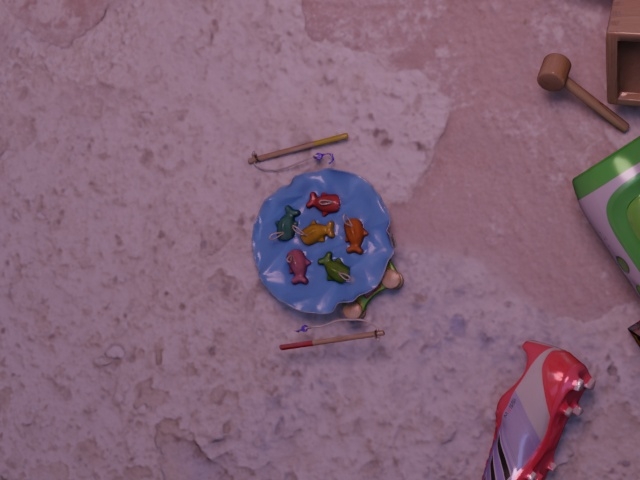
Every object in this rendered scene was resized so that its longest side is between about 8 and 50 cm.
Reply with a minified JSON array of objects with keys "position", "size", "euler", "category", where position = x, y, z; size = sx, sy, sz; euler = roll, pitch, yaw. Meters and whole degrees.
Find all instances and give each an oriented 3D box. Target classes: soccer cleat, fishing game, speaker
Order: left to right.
[{"position":[0.000,0.000,1.181],"size":[0.189,0.041,0.264],"euler":[-9,81,15],"category":"fishing game"},{"position":[0.239,0.241,1.148],"size":[0.095,0.083,0.248],"euler":[32,102,38],"category":"soccer cleat"},{"position":[0.413,0.025,1.081],"size":[0.131,0.131,0.296],"euler":[-33,85,9],"category":"speaker"}]

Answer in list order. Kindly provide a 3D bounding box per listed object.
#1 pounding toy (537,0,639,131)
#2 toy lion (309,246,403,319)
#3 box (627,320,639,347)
[{"position":[0.358,-0.211,1.087],"size":[0.206,0.181,0.094],"euler":[9,64,22],"category":"pounding toy"},{"position":[0.040,0.045,1.198],"size":[0.100,0.034,0.096],"euler":[-39,77,8],"category":"toy lion"},{"position":[0.393,0.138,1.079],"size":[0.027,0.137,0.094],"euler":[-33,85,9],"category":"box"}]
